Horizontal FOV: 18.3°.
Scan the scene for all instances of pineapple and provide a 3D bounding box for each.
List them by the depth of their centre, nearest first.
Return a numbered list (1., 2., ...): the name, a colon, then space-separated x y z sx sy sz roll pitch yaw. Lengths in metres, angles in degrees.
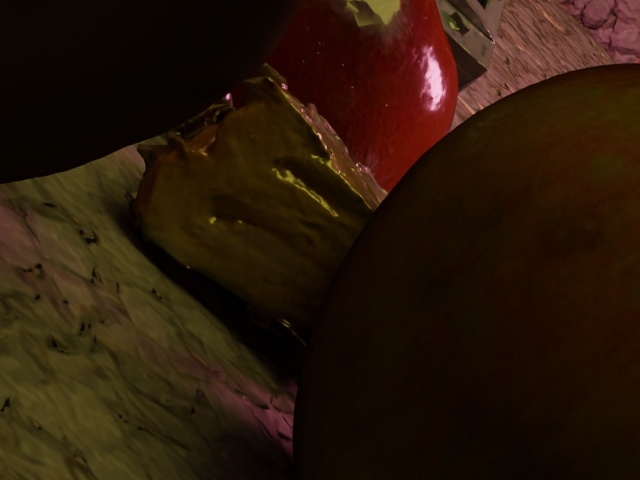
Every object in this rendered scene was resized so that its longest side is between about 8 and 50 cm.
1. pineapple: 0.000 0.000 1.129 0.236 0.114 0.186 31 22 -50

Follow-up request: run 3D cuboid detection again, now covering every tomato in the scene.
1. tomato: -0.002 -0.127 1.259 0.199 0.112 0.228 -38 89 -32

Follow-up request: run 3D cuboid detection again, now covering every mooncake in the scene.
1. mooncake: -0.149 -0.169 0.856 0.290 0.290 0.161 31 26 -43

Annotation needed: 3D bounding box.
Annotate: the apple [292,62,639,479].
1. apple: 0.159 0.090 0.951 0.339 0.339 0.339 42 17 -16

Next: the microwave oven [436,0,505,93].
1. microwave oven: 0.054 -0.187 1.550 0.122 0.162 0.208 41 36 -18
